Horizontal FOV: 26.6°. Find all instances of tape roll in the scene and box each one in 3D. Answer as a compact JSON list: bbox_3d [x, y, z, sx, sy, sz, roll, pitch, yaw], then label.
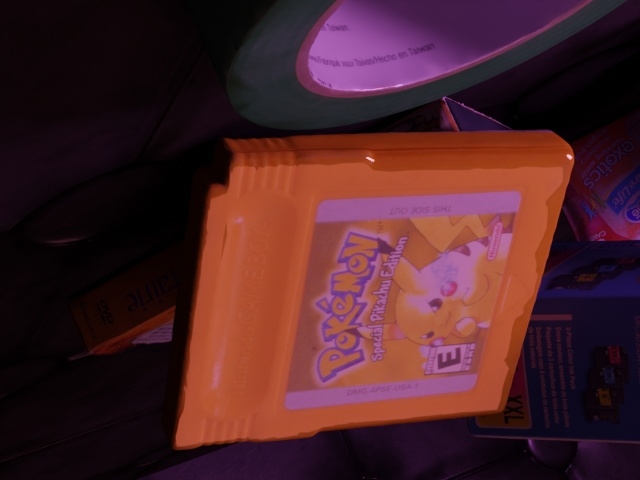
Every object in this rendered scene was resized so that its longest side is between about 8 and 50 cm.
[{"bbox_3d":[0.081,-0.173,0.773,0.321,0.077,0.321,-22,168,-5],"label":"tape roll"}]

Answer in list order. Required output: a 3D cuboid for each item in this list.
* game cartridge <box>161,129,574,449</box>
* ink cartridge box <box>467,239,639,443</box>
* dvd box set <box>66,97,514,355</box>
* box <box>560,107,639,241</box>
[{"bbox_3d":[0.038,0.043,1.148,0.324,0.052,0.285,-4,123,-24],"label":"game cartridge"},{"bbox_3d":[0.369,0.091,1.320,0.395,0.151,0.270,0,-168,29],"label":"ink cartridge box"},{"bbox_3d":[0.000,0.000,1.352,0.420,0.062,0.307,-28,167,18],"label":"dvd box set"},{"bbox_3d":[0.379,-0.049,1.637,0.154,0.142,0.300,-26,167,13],"label":"box"}]
